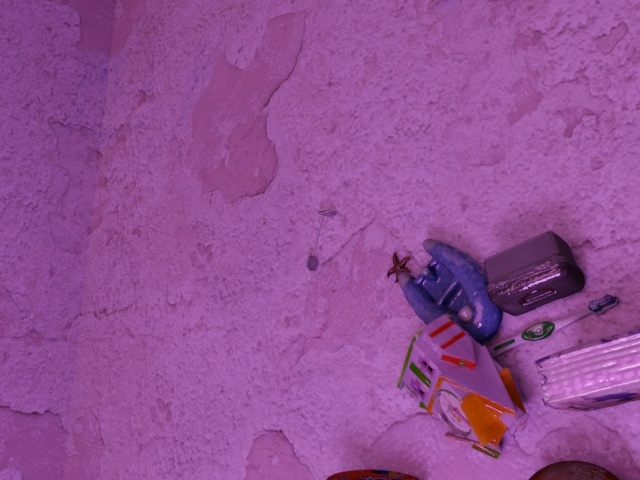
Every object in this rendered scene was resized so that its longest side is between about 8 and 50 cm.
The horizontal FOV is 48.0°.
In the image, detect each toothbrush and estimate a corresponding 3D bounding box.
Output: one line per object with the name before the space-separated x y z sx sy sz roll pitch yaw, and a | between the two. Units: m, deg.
toothbrush | 0.519 0.224 1.731 0.418 0.040 0.042 -33 56 35

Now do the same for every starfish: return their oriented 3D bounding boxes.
starfish | 0.223 0.073 2.034 0.091 0.028 0.078 -45 58 19

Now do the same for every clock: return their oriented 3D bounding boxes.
clock | 0.345 0.365 1.713 0.309 0.166 0.235 44 146 30

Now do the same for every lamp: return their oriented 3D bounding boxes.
lamp | 0.000 0.000 2.235 0.056 0.050 0.198 7 82 41

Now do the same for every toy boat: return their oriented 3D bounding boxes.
toy boat | 0.326 0.135 1.864 0.215 0.123 0.330 -52 49 16

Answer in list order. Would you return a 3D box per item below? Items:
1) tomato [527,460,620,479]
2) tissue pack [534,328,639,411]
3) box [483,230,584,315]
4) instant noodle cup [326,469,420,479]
tomato | 0.512 0.584 1.476 0.270 0.223 0.270 -47 27 33
tissue pack | 0.642 0.259 1.469 0.344 0.242 0.125 -24 64 35
box | 0.503 0.081 1.710 0.210 0.148 0.129 -27 53 30
instant noodle cup | 0.137 0.700 1.801 0.250 0.250 0.192 -2 85 41
